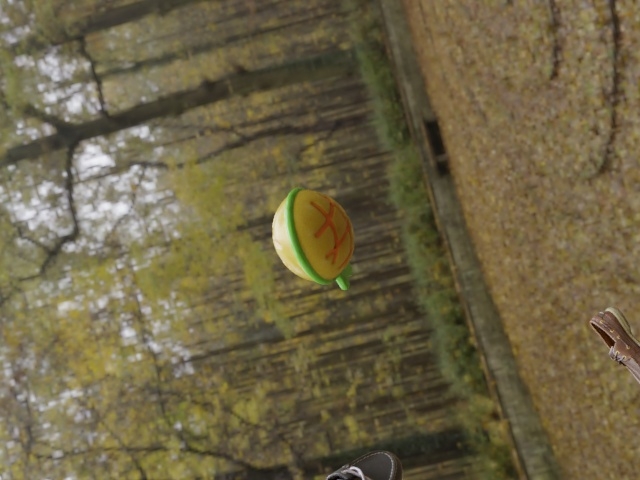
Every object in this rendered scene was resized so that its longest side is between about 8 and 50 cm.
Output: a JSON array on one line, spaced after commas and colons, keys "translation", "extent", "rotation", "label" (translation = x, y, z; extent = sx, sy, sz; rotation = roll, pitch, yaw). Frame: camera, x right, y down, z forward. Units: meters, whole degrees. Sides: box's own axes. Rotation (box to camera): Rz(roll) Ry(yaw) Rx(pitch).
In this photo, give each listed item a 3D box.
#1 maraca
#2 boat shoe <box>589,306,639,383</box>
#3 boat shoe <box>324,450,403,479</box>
[{"translation": [0.000, 0.000, 1.237], "extent": [0.186, 0.099, 0.127], "rotation": [33, -131, -60], "label": "maraca"}, {"translation": [0.575, 0.211, 1.787], "extent": [0.064, 0.060, 0.178], "rotation": [91, 154, -59], "label": "boat shoe"}, {"translation": [0.023, 0.446, 1.534], "extent": [0.112, 0.335, 0.095], "rotation": [24, 138, 34], "label": "boat shoe"}]
